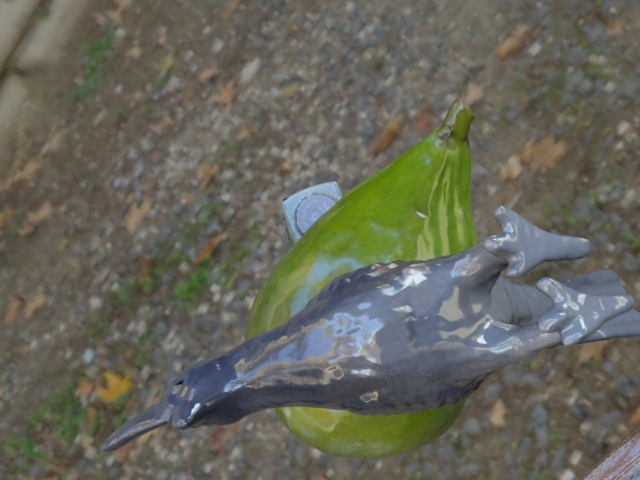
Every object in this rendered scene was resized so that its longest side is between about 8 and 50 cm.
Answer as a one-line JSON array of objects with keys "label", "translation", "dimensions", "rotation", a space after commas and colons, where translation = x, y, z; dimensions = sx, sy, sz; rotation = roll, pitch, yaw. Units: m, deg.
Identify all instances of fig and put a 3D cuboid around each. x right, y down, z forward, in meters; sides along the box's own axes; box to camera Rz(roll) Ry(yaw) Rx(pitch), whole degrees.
[{"label": "fig", "translation": [0.079, 0.057, 1.143], "dimensions": [0.314, 0.233, 0.233], "rotation": [-40, 23, 1]}]

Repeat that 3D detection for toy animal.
[{"label": "toy animal", "translation": [0.077, 0.041, 0.656], "dimensions": [0.206, 0.367, 0.081], "rotation": [-41, 64, 61]}]

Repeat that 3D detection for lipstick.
[{"label": "lipstick", "translation": [0.000, 0.000, 1.515], "dimensions": [0.077, 0.076, 0.290], "rotation": [-21, -9, -3]}]

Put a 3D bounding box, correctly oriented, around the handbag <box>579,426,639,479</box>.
[{"label": "handbag", "translation": [0.228, 0.219, 0.937], "dimensions": [0.151, 0.193, 0.072], "rotation": [-42, 66, 0]}]
